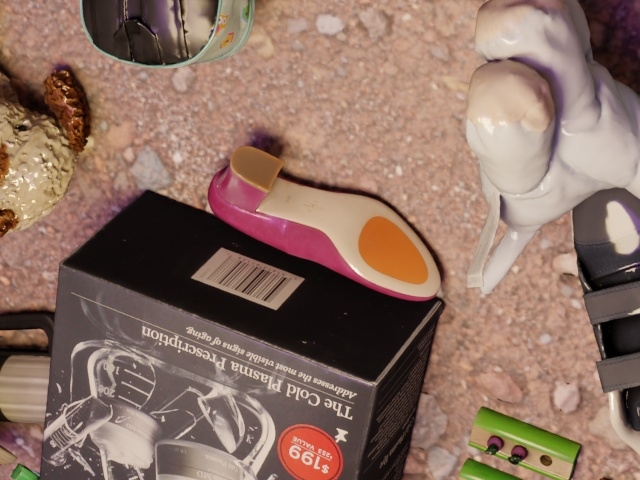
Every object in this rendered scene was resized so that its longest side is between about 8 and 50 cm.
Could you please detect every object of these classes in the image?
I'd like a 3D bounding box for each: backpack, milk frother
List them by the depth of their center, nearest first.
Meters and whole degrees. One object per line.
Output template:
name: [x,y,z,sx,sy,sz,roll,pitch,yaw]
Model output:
backpack: [-0.134,-0.251,1.772,0.166,0.144,0.188,8,95,21]
milk frother: [-0.339,0.149,2.086,0.135,0.143,0.129,-1,107,29]

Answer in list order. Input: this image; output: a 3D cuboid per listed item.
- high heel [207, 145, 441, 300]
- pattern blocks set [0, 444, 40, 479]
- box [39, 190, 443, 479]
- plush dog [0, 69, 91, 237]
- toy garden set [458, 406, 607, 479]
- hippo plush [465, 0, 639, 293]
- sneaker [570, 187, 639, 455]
high heel: [0.000,0.000,1.900,0.244,0.082,0.117,27,153,-3]
pattern blocks set: [-0.420,0.186,2.095,0.325,0.285,0.026,32,81,22]
box: [-0.088,0.169,1.953,0.343,0.179,0.312,20,123,16]
plush dog: [-0.352,-0.086,1.950,0.225,0.262,0.210,24,157,25]
toy garden set: [0.222,0.311,1.953,0.204,0.049,0.244,20,122,16]
hippo plush: [0.249,-0.097,1.608,0.237,0.234,0.294,5,87,11]
sneaker: [0.311,0.090,1.751,0.126,0.127,0.321,-20,104,34]
